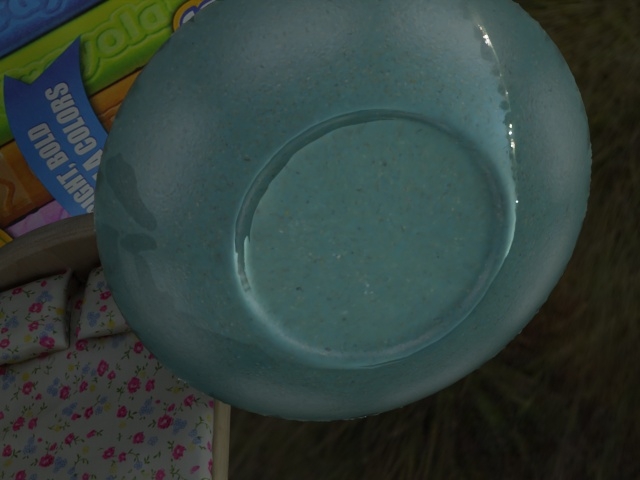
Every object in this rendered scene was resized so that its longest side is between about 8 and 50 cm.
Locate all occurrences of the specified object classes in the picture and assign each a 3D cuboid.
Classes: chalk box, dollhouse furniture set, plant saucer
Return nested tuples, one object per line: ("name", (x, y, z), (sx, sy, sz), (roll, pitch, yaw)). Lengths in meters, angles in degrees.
("chalk box", (-0.175, -0.090, 0.902), (0.289, 0.180, 0.179), (-29, 129, -1))
("dollhouse furniture set", (-0.151, 0.106, 0.700), (0.355, 0.303, 0.174), (-18, 139, 19))
("plant saucer", (0.015, -0.008, 0.675), (0.195, 0.037, 0.195), (-6, 117, -11))
